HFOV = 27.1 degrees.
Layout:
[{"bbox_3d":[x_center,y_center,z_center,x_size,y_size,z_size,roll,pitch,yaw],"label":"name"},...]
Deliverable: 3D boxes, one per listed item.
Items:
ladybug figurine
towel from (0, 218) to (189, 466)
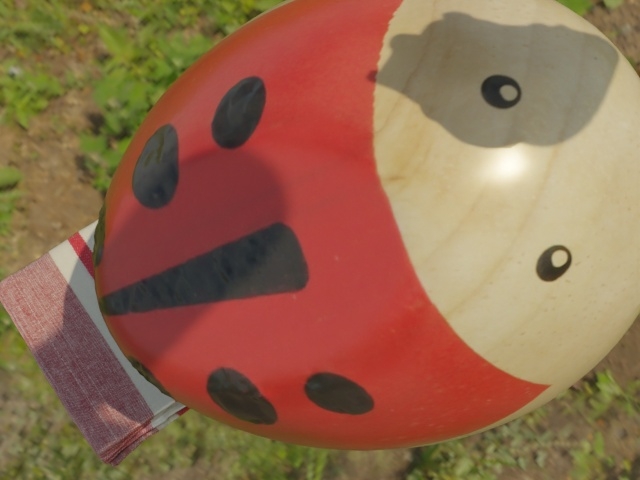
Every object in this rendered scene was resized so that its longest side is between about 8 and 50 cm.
[{"bbox_3d":[0.000,0.000,0.840,0.449,0.162,0.305,-21,90,44],"label":"ladybug figurine"},{"bbox_3d":[-0.108,0.030,1.199,0.329,0.037,0.237,-33,52,-10],"label":"towel"}]
